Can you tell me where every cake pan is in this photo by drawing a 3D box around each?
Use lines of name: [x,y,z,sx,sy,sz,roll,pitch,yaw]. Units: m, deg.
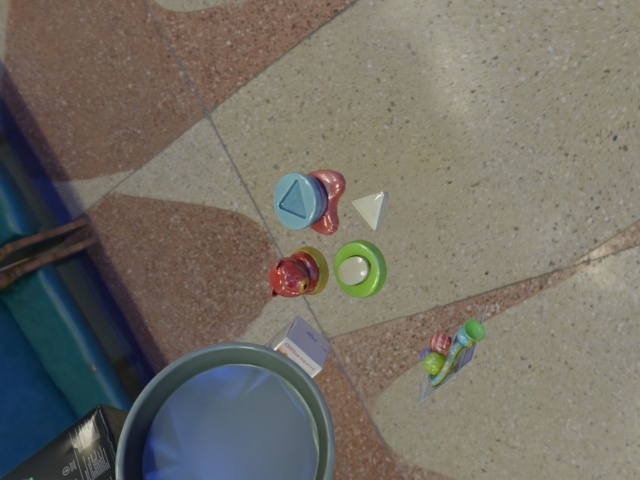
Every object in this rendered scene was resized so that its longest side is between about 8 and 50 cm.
cake pan: [-0.126,0.289,0.692,0.293,0.293,0.054,33,153,17]

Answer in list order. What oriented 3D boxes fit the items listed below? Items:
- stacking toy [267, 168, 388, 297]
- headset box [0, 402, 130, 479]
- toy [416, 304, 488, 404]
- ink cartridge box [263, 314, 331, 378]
stacking toy: [0.000,0.000,1.111,0.279,0.130,0.309,11,103,38]
headset box: [-0.410,0.470,0.837,0.246,0.283,0.131,49,175,34]
toy: [0.243,0.224,1.000,0.056,0.137,0.237,32,141,2]
ink cartridge box: [-0.109,0.417,1.750,0.171,0.168,0.233,43,111,-5]
